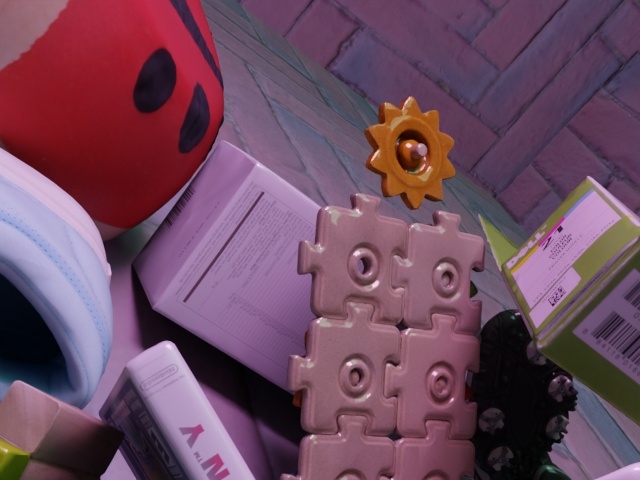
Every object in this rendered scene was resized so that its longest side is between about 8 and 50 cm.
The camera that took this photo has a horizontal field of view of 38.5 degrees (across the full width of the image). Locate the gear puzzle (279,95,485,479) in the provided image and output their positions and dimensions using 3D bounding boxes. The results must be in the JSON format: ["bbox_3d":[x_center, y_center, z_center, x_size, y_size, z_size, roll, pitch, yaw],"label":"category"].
[{"bbox_3d":[0.046,0.056,0.681,0.176,0.338,0.044,10,-10,-33],"label":"gear puzzle"}]

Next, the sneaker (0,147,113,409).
[{"bbox_3d":[-0.244,-0.021,0.436,0.366,0.135,0.150,30,16,-35],"label":"sneaker"}]

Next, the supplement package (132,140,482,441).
[{"bbox_3d":[-0.013,0.047,0.770,0.244,0.139,0.134,36,1,-22],"label":"supplement package"}]

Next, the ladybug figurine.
[{"bbox_3d":[-0.180,-0.160,0.669,0.449,0.162,0.305,60,19,-72],"label":"ladybug figurine"}]

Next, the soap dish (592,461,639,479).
[{"bbox_3d":[0.195,0.244,0.644,0.291,0.229,0.118,20,43,-55],"label":"soap dish"}]

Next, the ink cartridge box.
[{"bbox_3d":[0.226,0.041,0.660,0.189,0.097,0.255,37,16,-12],"label":"ink cartridge box"}]

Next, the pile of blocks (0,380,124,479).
[{"bbox_3d":[-0.187,0.093,0.233,0.113,0.148,0.362,24,9,12],"label":"pile of blocks"}]

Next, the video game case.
[{"bbox_3d":[-0.040,0.141,0.403,0.183,0.023,0.201,58,-22,5],"label":"video game case"}]

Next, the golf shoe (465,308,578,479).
[{"bbox_3d":[0.165,0.169,0.840,0.120,0.105,0.272,-133,-153,-57],"label":"golf shoe"}]
